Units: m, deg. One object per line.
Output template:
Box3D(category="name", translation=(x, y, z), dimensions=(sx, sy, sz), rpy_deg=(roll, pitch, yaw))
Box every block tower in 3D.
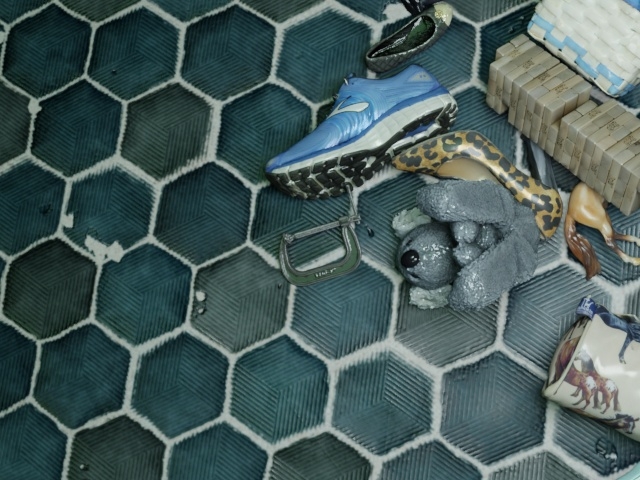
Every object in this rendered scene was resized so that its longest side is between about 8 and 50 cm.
Box3D(category="block tower", translation=(0.392, -0.177, 1.383), dimensions=(0.091, 0.097, 0.335), rpy_deg=(-33, 58, -18))

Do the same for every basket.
Box3D(category="basket", translation=(0.476, -0.387, 1.385), dimensions=(0.255, 0.201, 0.289), rpy_deg=(45, 119, 14))

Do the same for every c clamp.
Box3D(category="c clamp", translation=(0.000, 0.000, 1.507), dimensions=(0.160, 0.022, 0.137), rpy_deg=(-22, 92, 7))

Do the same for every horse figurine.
Box3D(category="horse figurine", translation=(0.463, -0.071, 1.419), dimensions=(0.174, 0.066, 0.263), rpy_deg=(34, 86, 8))

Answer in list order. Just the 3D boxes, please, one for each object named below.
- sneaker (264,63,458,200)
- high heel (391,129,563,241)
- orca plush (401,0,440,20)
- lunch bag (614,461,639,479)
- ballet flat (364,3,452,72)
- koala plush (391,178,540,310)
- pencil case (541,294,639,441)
Box3D(category="sneaker", translation=(0.054, -0.184, 1.497), dimensions=(0.329, 0.130, 0.147), rpy_deg=(-27, 63, 2))
Box3D(category="high heel", translation=(0.251, -0.079, 1.440), dimensions=(0.261, 0.093, 0.186), rpy_deg=(-6, 73, 0))
Box3D(category="orca plush", translation=(0.247, -0.502, 1.511), dimensions=(0.287, 0.102, 0.151), rpy_deg=(-26, 77, 5))
Box3D(category="lunch bag", translation=(0.464, 0.465, 1.282), dimensions=(0.223, 0.160, 0.262), rpy_deg=(-32, 82, 5))
Box3D(category="ballet flat", translation=(0.151, -0.341, 1.526), dimensions=(0.173, 0.049, 0.057), rpy_deg=(-36, 77, 6))
Box3D(category="koala plush", translation=(0.203, 0.017, 1.398), dimensions=(0.221, 0.203, 0.196), rpy_deg=(-25, 80, 49))
Box3D(category="pencil case", translation=(0.541, 0.225, 1.305), dimensions=(0.410, 0.160, 0.184), rpy_deg=(22, 68, 13))
